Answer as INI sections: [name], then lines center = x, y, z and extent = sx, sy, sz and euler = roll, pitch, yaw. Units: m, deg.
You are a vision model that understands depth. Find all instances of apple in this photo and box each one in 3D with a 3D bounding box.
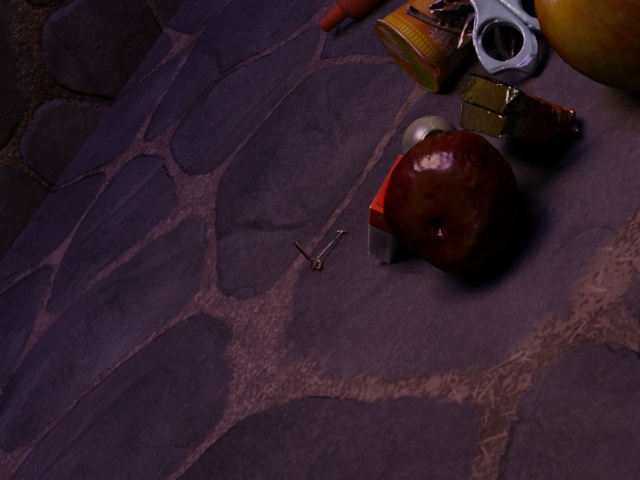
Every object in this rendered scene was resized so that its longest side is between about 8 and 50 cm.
[apple]
center = 0.410, -0.348, 1.511
extent = 0.301, 0.301, 0.301
euler = -37, 27, 23

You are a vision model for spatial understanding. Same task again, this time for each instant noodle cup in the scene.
[instant noodle cup]
center = 0.214, -0.374, 2.012
extent = 0.185, 0.168, 0.168
euler = -43, 25, -4

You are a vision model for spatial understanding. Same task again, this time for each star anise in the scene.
[star anise]
center = 0.271, -0.389, 1.908
extent = 0.262, 0.230, 0.081
euler = -15, -9, 9

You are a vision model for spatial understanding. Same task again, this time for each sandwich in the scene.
[sandwich]
center = 0.261, -0.178, 1.655
extent = 0.079, 0.159, 0.235
euler = -70, 22, 8

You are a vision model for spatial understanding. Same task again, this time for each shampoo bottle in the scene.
[shampoo bottle]
center = 0.093, -0.529, 2.495
extent = 0.244, 0.085, 0.085
euler = -35, 28, 30

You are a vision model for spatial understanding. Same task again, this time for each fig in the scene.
[fig]
center = 0.179, -0.066, 1.628
extent = 0.190, 0.190, 0.290
euler = -45, 9, 8

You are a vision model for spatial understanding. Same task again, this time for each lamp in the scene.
[lamp]
center = 0.167, -0.153, 1.856
extent = 0.091, 0.091, 0.163
euler = -48, 9, 1

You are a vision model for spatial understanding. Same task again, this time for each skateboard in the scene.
[skateboard]
center = 0.000, 0.000, 1.927
extent = 0.083, 0.064, 0.032
euler = -44, 15, -18

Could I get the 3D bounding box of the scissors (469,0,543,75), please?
[scissors]
center = 0.243, -0.414, 1.863
extent = 0.191, 0.360, 0.029
euler = -45, -18, -1

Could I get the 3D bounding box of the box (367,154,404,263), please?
[box]
center = 0.110, -0.044, 1.724
extent = 0.152, 0.048, 0.100
euler = 92, -156, -65
